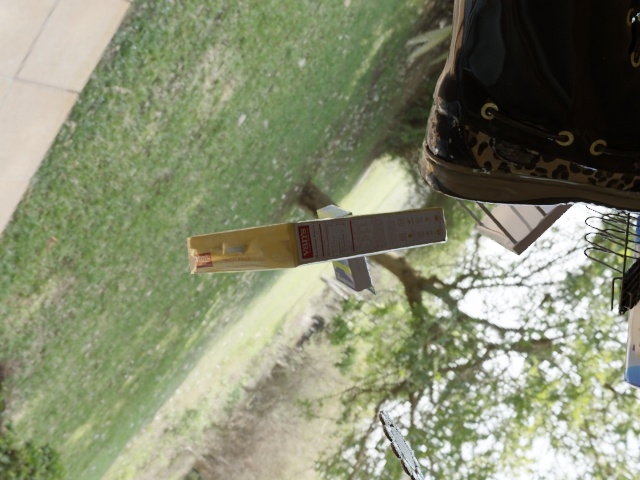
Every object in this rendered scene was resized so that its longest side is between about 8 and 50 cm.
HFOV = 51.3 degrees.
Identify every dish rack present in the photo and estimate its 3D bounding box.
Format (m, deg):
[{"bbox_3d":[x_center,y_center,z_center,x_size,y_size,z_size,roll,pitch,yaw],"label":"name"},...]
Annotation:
[{"bbox_3d":[0.354,-0.061,0.722,0.208,0.074,0.272,-38,133,-25],"label":"dish rack"}]

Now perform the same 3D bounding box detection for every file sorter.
[{"bbox_3d":[0.347,-0.146,1.122,0.277,0.173,0.193,-45,-169,5],"label":"file sorter"}]

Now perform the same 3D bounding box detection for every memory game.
[{"bbox_3d":[0.173,0.444,1.417,0.012,0.186,0.186,-31,176,7],"label":"memory game"}]

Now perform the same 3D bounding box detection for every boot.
[{"bbox_3d":[0.179,-0.109,0.381,0.085,0.236,0.179,-86,175,-54],"label":"boot"}]

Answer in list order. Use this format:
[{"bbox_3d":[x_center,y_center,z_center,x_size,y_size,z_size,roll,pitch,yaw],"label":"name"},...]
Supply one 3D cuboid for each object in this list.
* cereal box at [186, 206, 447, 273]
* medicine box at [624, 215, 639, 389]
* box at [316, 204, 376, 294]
[{"bbox_3d":[0.000,0.000,0.733,0.240,0.047,0.173,-8,-179,-44],"label":"cereal box"},{"bbox_3d":[0.622,0.110,0.999,0.263,0.149,0.289,15,-74,63],"label":"medicine box"},{"bbox_3d":[0.051,0.023,1.326,0.042,0.178,0.109,-22,-162,-16],"label":"box"}]
